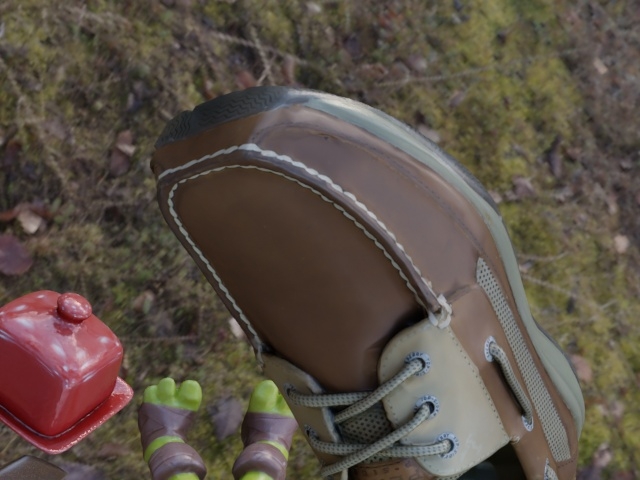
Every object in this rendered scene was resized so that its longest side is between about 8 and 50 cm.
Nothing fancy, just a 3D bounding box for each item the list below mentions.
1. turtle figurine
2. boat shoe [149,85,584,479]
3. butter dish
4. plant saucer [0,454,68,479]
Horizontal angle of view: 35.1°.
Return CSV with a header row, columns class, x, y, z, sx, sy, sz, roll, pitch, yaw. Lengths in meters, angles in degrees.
class,x,y,z,sx,sy,sz,roll,pitch,yaw
turtle figurine,-0.044,0.170,0.587,0.270,0.087,0.217,-7,28,-1
boat shoe,0.044,0.063,0.474,0.324,0.123,0.120,45,40,-39
butter dish,-0.258,0.102,0.977,0.160,0.118,0.160,36,24,8
plant saucer,-0.249,0.186,0.665,0.168,0.168,0.029,-28,89,-42
